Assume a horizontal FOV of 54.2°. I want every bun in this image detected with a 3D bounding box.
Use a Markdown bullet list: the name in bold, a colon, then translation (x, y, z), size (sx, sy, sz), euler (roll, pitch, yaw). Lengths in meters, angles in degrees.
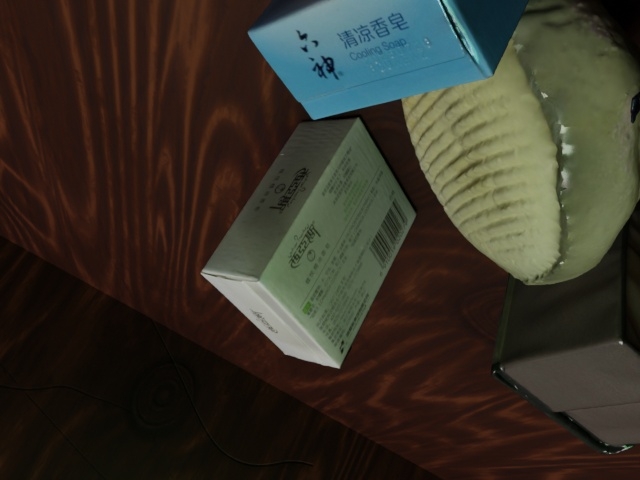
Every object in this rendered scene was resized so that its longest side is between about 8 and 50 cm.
- **bun**: translation (0.180, -0.102, 0.543), size (0.287, 0.146, 0.287), euler (156, 90, -80)

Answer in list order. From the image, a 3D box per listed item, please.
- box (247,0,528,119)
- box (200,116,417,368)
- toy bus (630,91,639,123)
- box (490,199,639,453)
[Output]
- **box**: translation (0.071, -0.195, 0.420), size (0.142, 0.232, 0.083), euler (-3, 140, 46)
- **box**: translation (0.000, 0.000, 0.805), size (0.111, 0.260, 0.194), euler (8, 146, 42)
- **toy bus**: translation (0.268, -0.191, 0.284), size (0.177, 0.202, 0.365), euler (19, 155, 30)
- **box**: translation (0.301, 0.053, 0.629), size (0.188, 0.252, 0.153), euler (36, 147, -17)
